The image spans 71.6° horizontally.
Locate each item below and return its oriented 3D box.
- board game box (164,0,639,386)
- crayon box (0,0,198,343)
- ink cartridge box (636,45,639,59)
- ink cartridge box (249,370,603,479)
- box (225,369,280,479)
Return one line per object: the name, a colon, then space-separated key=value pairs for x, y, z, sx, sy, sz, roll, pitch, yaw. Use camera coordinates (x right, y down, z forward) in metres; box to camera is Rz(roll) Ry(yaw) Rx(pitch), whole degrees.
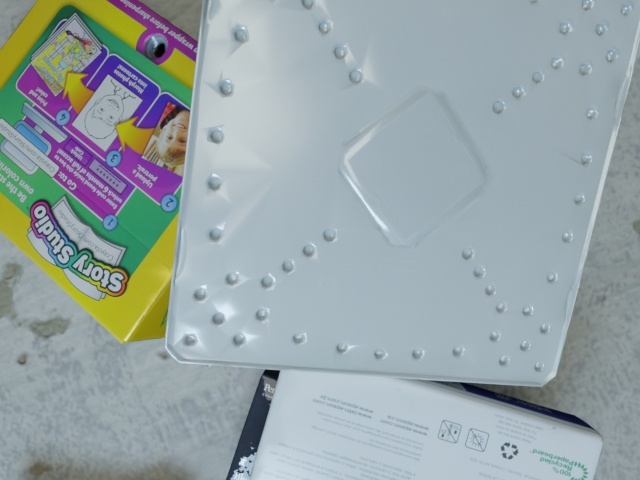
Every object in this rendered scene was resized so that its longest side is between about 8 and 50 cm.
board game box: x=0.080 y=-0.066 z=0.413 sx=0.389 sy=0.050 sz=0.390 roll=7 pitch=98 yaw=-12
crayon box: x=-0.247 y=-0.111 z=0.547 sx=0.363 sy=0.106 sz=0.313 roll=37 pitch=91 yaw=12
ink cartridge box: x=0.179 y=-0.240 z=0.495 sx=0.307 sy=0.129 sz=0.223 roll=35 pitch=90 yaw=-15
ink cartridge box: x=0.078 y=0.302 z=0.463 sx=0.323 sy=0.071 sz=0.330 roll=16 pitch=90 yaw=4
box: x=-0.020 y=0.253 z=0.551 sx=0.155 sy=0.093 sz=0.158 roll=18 pitch=88 yaw=3
